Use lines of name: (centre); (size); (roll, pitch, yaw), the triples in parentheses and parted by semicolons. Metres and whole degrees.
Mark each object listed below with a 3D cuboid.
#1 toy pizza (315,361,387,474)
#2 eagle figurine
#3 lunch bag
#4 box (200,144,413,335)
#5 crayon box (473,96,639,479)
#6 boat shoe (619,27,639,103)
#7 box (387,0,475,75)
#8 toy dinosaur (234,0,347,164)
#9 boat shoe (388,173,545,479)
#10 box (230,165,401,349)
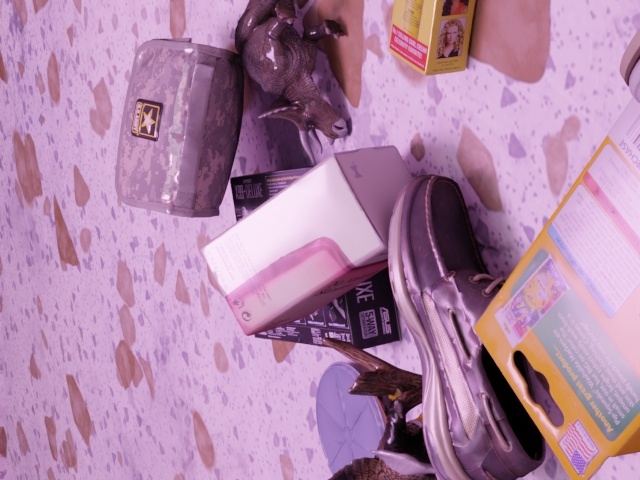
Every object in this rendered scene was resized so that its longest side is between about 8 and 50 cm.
toy pizza: (0.051, 0.264, 1.793); (0.201, 0.032, 0.201); (33, 128, 56)
eagle figurine: (0.089, 0.285, 1.572); (0.226, 0.225, 0.298); (37, 121, 39)
lunch bag: (-0.193, -0.159, 1.824); (0.287, 0.169, 0.235); (-142, 62, -81)
box: (0.000, 0.000, 1.554); (0.232, 0.149, 0.127); (-33, 80, 32)
crayon box: (0.284, 0.042, 1.149); (0.203, 0.083, 0.323); (60, 136, 34)
boat shoe: (0.344, -0.169, 0.948); (0.302, 0.113, 0.103); (-42, 70, 48)
box: (0.128, -0.302, 1.404); (0.087, 0.058, 0.232); (45, 138, 47)
toy dinosaur: (-0.065, -0.267, 1.722); (0.160, 0.121, 0.313); (-53, 55, 35)
boat shoe: (0.175, 0.094, 1.421); (0.130, 0.132, 0.355); (-17, 81, 37)
box: (-0.015, 0.019, 1.781); (0.307, 0.076, 0.242); (-3, 97, 63)
